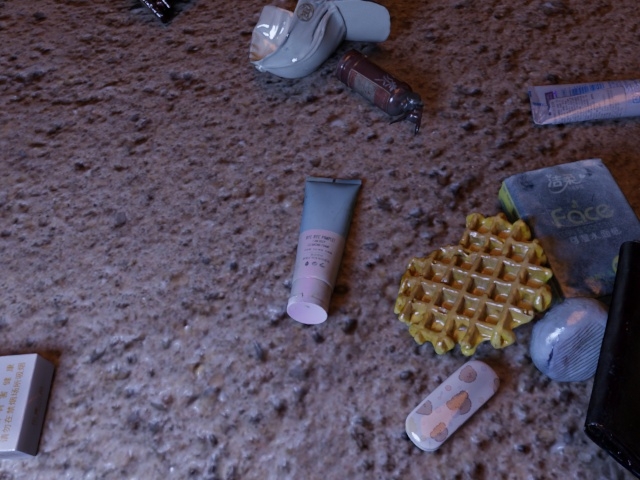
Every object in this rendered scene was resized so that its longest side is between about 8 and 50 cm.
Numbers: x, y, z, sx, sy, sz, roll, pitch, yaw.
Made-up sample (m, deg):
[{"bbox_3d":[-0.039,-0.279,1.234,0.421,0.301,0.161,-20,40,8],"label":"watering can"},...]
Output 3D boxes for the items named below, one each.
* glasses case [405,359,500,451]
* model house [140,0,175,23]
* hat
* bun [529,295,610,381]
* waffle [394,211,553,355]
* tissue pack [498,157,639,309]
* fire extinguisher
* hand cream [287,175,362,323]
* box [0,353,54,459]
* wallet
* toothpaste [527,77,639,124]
[{"bbox_3d":[0.196,0.242,0.834,0.164,0.041,0.063,-36,62,-17],"label":"glasses case"},{"bbox_3d":[-0.410,-0.671,1.394,0.164,0.203,0.141,-44,26,8],"label":"model house"},{"bbox_3d":[0.001,-0.440,1.243,0.302,0.167,0.258,-3,16,-23],"label":"hat"},{"bbox_3d":[0.375,0.141,0.839,0.141,0.140,0.083,-16,35,-6],"label":"bun"},{"bbox_3d":[0.235,0.065,0.903,0.253,0.056,0.248,-17,48,19],"label":"waffle"},{"bbox_3d":[0.437,-0.007,0.953,0.186,0.081,0.257,-11,58,-4],"label":"tissue pack"},{"bbox_3d":[0.129,-0.298,1.176,0.106,0.075,0.252,-44,65,-7],"label":"fire extinguisher"},{"bbox_3d":[0.000,0.000,1.007,0.111,0.070,0.312,5,50,10],"label":"hand cream"},{"bbox_3d":[-0.551,0.260,0.870,0.233,0.067,0.149,-4,56,3],"label":"box"},{"bbox_3d":[0.451,0.162,0.764,0.172,0.045,0.318,40,57,-10],"label":"wallet"},{"bbox_3d":[0.581,-0.284,1.135,0.300,0.073,0.113,-2,58,12],"label":"toothpaste"}]
